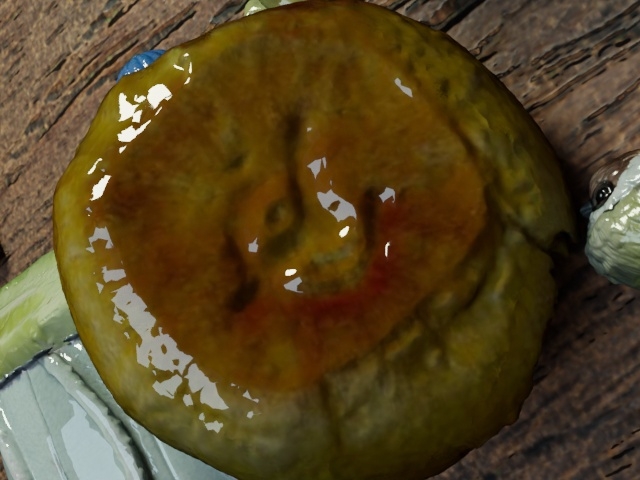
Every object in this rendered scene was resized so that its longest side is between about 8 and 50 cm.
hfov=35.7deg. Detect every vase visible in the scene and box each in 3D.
[{"bbox_3d":[-0.070,0.265,0.783,0.250,0.250,0.445,-33,85,33],"label":"vase"}]

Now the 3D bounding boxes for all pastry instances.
[{"bbox_3d":[0.000,0.000,0.669,0.164,0.356,0.355,117,131,-74],"label":"pastry"}]

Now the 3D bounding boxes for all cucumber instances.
[{"bbox_3d":[-0.272,0.098,0.999,0.325,0.105,0.145,-36,33,30],"label":"cucumber"}]

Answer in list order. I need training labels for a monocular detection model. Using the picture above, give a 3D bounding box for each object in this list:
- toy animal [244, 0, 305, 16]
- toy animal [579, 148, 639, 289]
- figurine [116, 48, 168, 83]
[{"bbox_3d":[-0.020,-0.129,0.811,0.101,0.103,0.218,-3,89,12],"label":"toy animal"},{"bbox_3d":[0.236,-0.020,0.636,0.137,0.098,0.098,-13,87,17],"label":"toy animal"},{"bbox_3d":[-0.128,-0.100,0.896,0.087,0.086,0.149,1,108,59],"label":"figurine"}]
